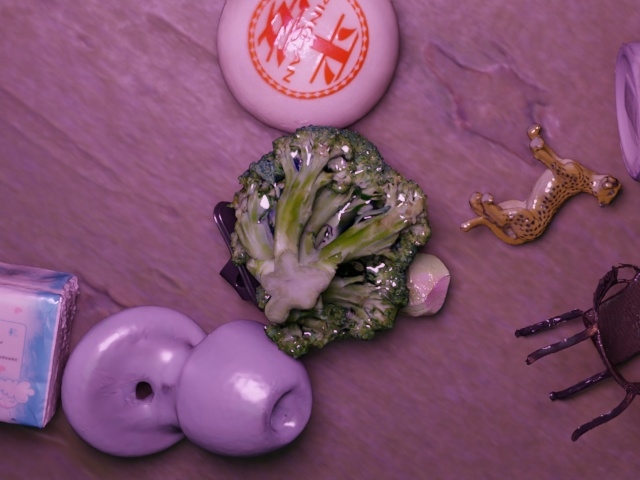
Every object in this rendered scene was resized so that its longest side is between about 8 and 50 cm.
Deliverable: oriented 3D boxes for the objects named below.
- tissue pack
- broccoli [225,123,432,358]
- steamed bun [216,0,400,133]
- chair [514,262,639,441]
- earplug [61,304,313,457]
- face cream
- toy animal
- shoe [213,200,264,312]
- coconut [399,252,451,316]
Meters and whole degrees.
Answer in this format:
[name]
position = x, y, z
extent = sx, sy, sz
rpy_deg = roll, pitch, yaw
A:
[tissue pack]
position = -0.470, 0.124, 1.464
extent = 0.271, 0.124, 0.201
rpy_deg = 11, 102, -2
[broccoli]
position = 0.000, 0.000, 1.363
extent = 0.265, 0.245, 0.294
rpy_deg = 3, 125, 16
[steamed bun]
position = -0.016, -0.241, 1.363
extent = 0.232, 0.145, 0.232
rpy_deg = 0, 103, 1
[chair]
position = 0.375, 0.138, 1.445
extent = 0.213, 0.149, 0.174
rpy_deg = -31, 99, 3
[earplug]
position = -0.172, 0.195, 1.447
extent = 0.325, 0.175, 0.214
rpy_deg = 2, 109, 1
[face cream]
position = 0.450, -0.164, 1.355
extent = 0.153, 0.177, 0.177
rpy_deg = -5, 102, 4
[toy animal]
position = 0.283, -0.049, 1.440
extent = 0.136, 0.073, 0.181
rpy_deg = 39, 97, -14
[shoe]
position = -0.112, 0.023, 1.471
extent = 0.053, 0.062, 0.159
rpy_deg = -15, 108, 28
[coconut]
position = 0.128, 0.062, 1.464
extent = 0.082, 0.081, 0.083
rpy_deg = -38, 87, -27
